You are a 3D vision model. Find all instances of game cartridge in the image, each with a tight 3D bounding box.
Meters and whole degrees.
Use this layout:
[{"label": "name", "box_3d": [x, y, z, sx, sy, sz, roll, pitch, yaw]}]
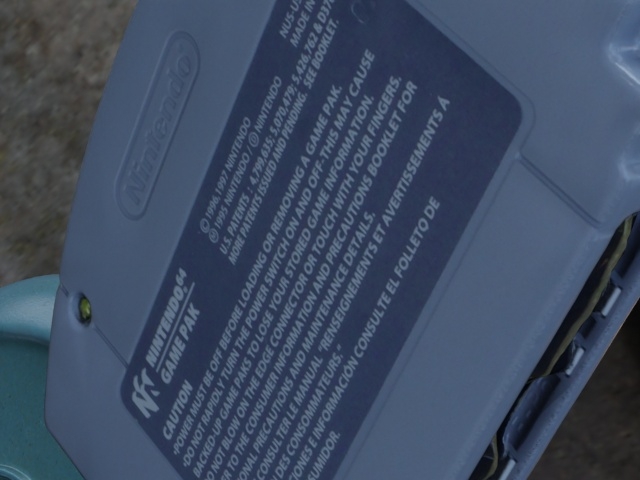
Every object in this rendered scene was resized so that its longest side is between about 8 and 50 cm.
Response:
[{"label": "game cartridge", "box_3d": [0.000, 0.000, 0.516, 0.060, 0.294, 0.196, -16, 51, -46]}]

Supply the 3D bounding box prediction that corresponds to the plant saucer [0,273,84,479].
[{"label": "plant saucer", "box_3d": [-0.165, 0.172, 0.839, 0.043, 0.317, 0.318, 16, 60, -53]}]
